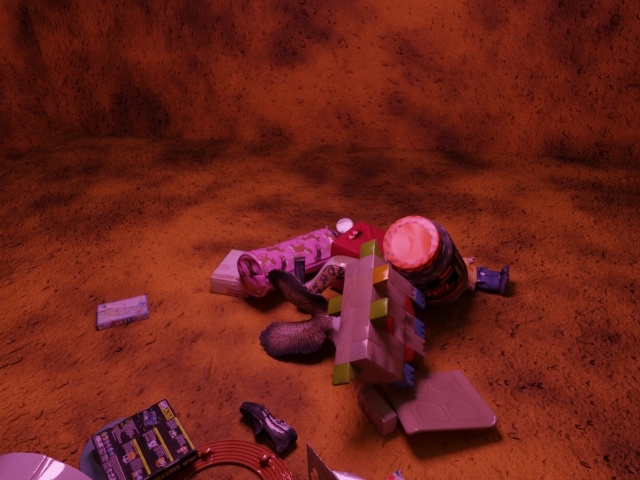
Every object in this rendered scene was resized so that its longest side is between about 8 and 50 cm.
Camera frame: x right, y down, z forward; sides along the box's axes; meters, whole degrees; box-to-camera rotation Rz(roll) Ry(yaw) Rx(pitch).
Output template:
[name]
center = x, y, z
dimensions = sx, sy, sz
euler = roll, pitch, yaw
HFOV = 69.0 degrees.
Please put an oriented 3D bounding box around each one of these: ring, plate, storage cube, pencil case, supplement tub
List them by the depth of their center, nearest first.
[ring]
center = -0.214, 0.555, 0.968
dimensions = 0.337, 0.032, 0.336
euler = 0, 31, 0
[plate]
center = -0.470, 0.487, 1.100
dimensions = 0.188, 0.024, 0.188
euler = -1, 30, 1
[supplement tub]
center = 0.324, 0.066, 1.436
dimensions = 0.207, 0.338, 0.207
euler = -12, 63, 24
[storage cube]
center = 0.159, 0.077, 1.585
dimensions = 0.193, 0.215, 0.184
euler = 26, 39, 28
[pencil case]
center = -0.099, 0.072, 1.607
dimensions = 0.386, 0.167, 0.160
euler = -17, 78, -40

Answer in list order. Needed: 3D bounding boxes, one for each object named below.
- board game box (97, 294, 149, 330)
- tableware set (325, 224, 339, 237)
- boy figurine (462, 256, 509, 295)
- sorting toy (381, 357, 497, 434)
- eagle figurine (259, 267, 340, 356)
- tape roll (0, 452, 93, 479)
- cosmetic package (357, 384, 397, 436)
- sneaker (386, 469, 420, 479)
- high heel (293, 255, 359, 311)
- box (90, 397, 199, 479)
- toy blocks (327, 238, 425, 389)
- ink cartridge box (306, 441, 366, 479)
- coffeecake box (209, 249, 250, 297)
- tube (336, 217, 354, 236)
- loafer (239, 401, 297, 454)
[board game box]
center = -0.646, 0.234, 1.527
dimensions = 0.154, 0.026, 0.103
euler = -12, 33, -17
[tableware set]
center = 0.000, 0.000, 1.881
dimensions = 0.128, 0.039, 0.194
euler = 22, 38, 34
[boy figurine]
center = 0.505, 0.108, 1.633
dimensions = 0.285, 0.092, 0.177
euler = 13, 36, 17
[sorting toy]
center = 0.278, 0.388, 1.211
dimensions = 0.229, 0.041, 0.307
euler = -1, 20, -12
[eagle figurine]
center = -0.031, 0.225, 1.371
dimensions = 0.298, 0.225, 0.226
euler = 9, 47, -3
[tape roll]
center = -0.530, 0.526, 0.825
dimensions = 0.246, 0.246, 0.169
euler = 3, 32, 8
[cosmetic package]
center = 0.139, 0.419, 1.154
dimensions = 0.041, 0.060, 0.115
euler = -18, 33, -23
[sneaker]
center = 0.204, 0.535, 0.957
dimensions = 0.161, 0.057, 0.075
euler = 23, 44, 39
[high heel]
center = 0.042, 0.146, 1.488
dimensions = 0.261, 0.186, 0.093
euler = 2, 17, 12
[box]
center = -0.399, 0.470, 1.056
dimensions = 0.184, 0.045, 0.191
euler = -20, 34, -32
[toy blocks]
center = 0.172, 0.228, 1.213
dimensions = 0.191, 0.261, 0.381
euler = -24, 42, 37
[ink cartridge box]
center = 0.063, 0.508, 0.882
dimensions = 0.066, 0.189, 0.232
euler = -18, 34, -27
[coffeecake box]
center = -0.289, 0.116, 1.669
dimensions = 0.142, 0.068, 0.185
euler = 8, 32, 13
[tube]
center = 0.105, -0.005, 1.731
dimensions = 0.062, 0.240, 0.070
euler = -37, 63, -7
[loafer]
center = -0.138, 0.447, 1.120
dimensions = 0.170, 0.062, 0.061
euler = 19, 41, 32
